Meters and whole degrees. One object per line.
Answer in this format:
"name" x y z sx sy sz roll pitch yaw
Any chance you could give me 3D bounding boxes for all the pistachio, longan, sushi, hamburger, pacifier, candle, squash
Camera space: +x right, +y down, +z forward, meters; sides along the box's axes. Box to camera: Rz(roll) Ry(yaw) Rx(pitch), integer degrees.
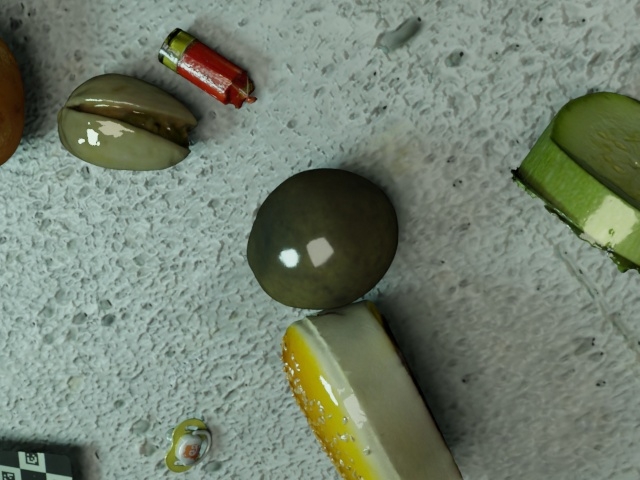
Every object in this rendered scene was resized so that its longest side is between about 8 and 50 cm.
"pistachio" -0.245 -0.144 1.036 0.185 0.124 0.124 15 111 6
"longan" 0.000 0.000 0.976 0.167 0.167 0.187 48 124 -2
"sushi" -0.471 0.397 1.312 0.215 0.050 0.192 2 111 11
"hamburger" 0.061 0.215 0.999 0.151 0.227 0.295 -25 96 -1
"pacifier" -0.197 0.291 1.200 0.064 0.068 0.083 22 97 46
"candle" -0.132 -0.205 1.012 0.131 0.052 0.052 33 114 3
"squash" 0.311 -0.051 0.836 0.220 0.220 0.133 35 117 4

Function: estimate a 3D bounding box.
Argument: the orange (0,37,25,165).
"orange" -0.496 -0.181 1.040 0.240 0.240 0.240 5 109 16
